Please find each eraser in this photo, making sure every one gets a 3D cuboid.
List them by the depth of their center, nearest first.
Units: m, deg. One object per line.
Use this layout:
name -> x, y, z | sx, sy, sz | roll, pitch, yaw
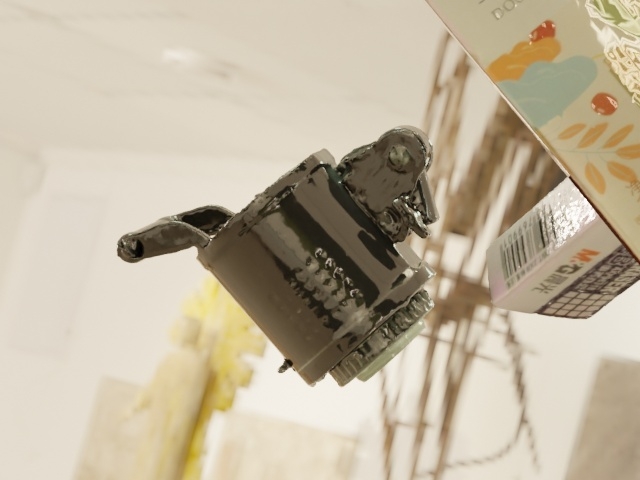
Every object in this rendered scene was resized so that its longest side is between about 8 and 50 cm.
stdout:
eraser -> 0.295, -0.015, 1.894 | 0.130, 0.086, 0.287 | 5, -28, -25

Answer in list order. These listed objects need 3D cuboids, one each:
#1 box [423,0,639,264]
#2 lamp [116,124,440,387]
box -> 0.300, -0.211, 1.532 | 0.385, 0.344, 0.122 | 47, 9, -26
lamp -> -0.008, 0.043, 2.158 | 0.374, 0.272, 0.205 | -22, 2, 15
